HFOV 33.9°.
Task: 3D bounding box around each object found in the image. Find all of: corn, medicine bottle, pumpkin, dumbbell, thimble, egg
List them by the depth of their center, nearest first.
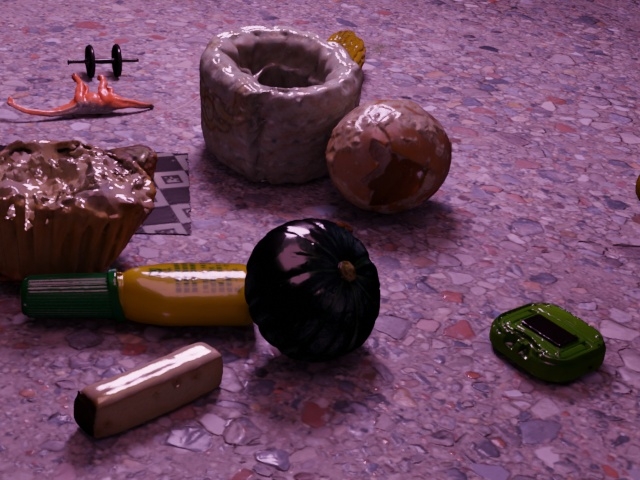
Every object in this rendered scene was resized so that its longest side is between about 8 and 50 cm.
[{"bbox_3d":[-0.009,0.061,1.348,0.150,0.194,0.194,-15,21,22],"label":"pumpkin"},{"bbox_3d":[-0.234,0.070,1.378,0.309,0.076,0.111,1,26,-12],"label":"medicine bottle"},{"bbox_3d":[0.117,-0.139,1.735,0.233,0.195,0.195,4,24,-37],"label":"egg"},{"bbox_3d":[-0.076,-0.238,1.848,0.291,0.195,0.291,3,38,-3],"label":"thimble"},{"bbox_3d":[-0.449,-0.372,2.175,0.147,0.069,0.069,-6,30,-23],"label":"dumbbell"},{"bbox_3d":[0.044,-0.385,2.279,0.101,0.101,0.310,8,26,3],"label":"corn"}]

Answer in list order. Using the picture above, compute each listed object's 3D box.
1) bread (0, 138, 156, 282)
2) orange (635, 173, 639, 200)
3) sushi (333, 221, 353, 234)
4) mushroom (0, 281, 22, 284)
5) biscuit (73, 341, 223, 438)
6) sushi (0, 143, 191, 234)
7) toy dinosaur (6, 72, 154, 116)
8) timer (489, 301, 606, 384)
[{"bbox_3d":[-0.366,-0.046,1.476,0.274,0.149,0.274,8,23,-3],"label":"bread"},{"bbox_3d":[0.609,-0.100,1.882,0.085,0.085,0.095,20,36,24],"label":"orange"},{"bbox_3d":[0.001,0.004,1.587,0.118,0.061,0.060,-7,-11,-35],"label":"sushi"},{"bbox_3d":[-0.314,0.060,1.444,0.286,0.026,0.028,0,13,-10],"label":"mushroom"},{"bbox_3d":[-0.196,0.170,1.220,0.052,0.056,0.188,29,34,37],"label":"biscuit"},{"bbox_3d":[-0.379,-0.116,1.706,0.339,0.069,0.320,2,28,-9],"label":"sushi"},{"bbox_3d":[-0.452,-0.270,1.995,0.279,0.055,0.101,0,51,-18],"label":"toy dinosaur"},{"bbox_3d":[0.305,0.134,1.412,0.128,0.047,0.140,-15,34,-34],"label":"timer"}]
